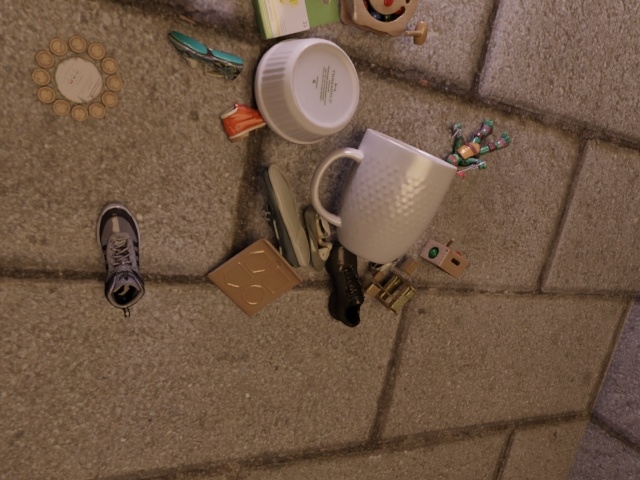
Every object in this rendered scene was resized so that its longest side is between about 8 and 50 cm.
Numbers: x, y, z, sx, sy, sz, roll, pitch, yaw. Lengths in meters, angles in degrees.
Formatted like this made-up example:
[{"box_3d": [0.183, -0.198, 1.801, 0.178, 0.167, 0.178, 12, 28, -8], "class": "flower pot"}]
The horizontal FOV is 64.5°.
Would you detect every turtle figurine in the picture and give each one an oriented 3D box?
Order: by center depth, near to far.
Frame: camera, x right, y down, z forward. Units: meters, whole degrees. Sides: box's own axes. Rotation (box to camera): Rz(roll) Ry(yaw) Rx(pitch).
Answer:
[{"box_3d": [0.484, -0.296, 1.636, 0.234, 0.118, 0.175, -30, 78, -17], "class": "turtle figurine"}]

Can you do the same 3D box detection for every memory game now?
[{"box_3d": [-0.539, -0.360, 1.134, 0.186, 0.012, 0.186, -9, 111, -25], "class": "memory game"}]

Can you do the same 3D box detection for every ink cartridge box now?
[{"box_3d": [-0.056, -0.616, 1.271, 0.235, 0.056, 0.171, -21, 116, -18], "class": "ink cartridge box"}]

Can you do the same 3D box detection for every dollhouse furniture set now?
[{"box_3d": [0.246, 0.129, 1.631, 0.182, 0.101, 0.161, -49, 139, 4], "class": "dollhouse furniture set"}]

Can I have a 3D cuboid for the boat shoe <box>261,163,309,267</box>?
[{"box_3d": [-0.116, -0.057, 1.404, 0.099, 0.116, 0.319, -8, 122, 17], "class": "boat shoe"}]

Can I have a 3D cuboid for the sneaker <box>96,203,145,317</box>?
[{"box_3d": [-0.478, 0.052, 1.230, 0.101, 0.153, 0.268, -7, 111, -26], "class": "sneaker"}]

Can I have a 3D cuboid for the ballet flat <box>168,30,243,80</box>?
[{"box_3d": [-0.279, -0.434, 1.218, 0.189, 0.070, 0.070, 16, 100, -27], "class": "ballet flat"}]

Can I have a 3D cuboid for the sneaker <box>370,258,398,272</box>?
[{"box_3d": [0.207, 0.077, 1.671, 0.109, 0.040, 0.043, -20, 145, -26], "class": "sneaker"}]

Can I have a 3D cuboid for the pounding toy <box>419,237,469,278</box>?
[{"box_3d": [0.421, 0.046, 1.711, 0.141, 0.130, 0.100, 31, 91, -32], "class": "pounding toy"}]

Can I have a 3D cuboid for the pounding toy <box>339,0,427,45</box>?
[{"box_3d": [0.192, -0.623, 1.336, 0.270, 0.155, 0.154, 3, 109, -31], "class": "pounding toy"}]

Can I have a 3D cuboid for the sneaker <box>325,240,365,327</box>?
[{"box_3d": [0.089, 0.137, 1.572, 0.109, 0.130, 0.286, -15, 113, -20], "class": "sneaker"}]

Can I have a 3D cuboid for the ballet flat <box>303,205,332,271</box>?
[{"box_3d": [0.000, 0.000, 1.503, 0.072, 0.068, 0.213, -42, 128, -52], "class": "ballet flat"}]

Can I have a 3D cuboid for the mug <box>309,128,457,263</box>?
[{"box_3d": [0.148, -0.126, 1.434, 0.374, 0.276, 0.327, 18, 107, -22], "class": "mug"}]

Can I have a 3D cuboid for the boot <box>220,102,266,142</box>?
[{"box_3d": [-0.180, -0.326, 1.309, 0.158, 0.059, 0.084, -32, 115, -13], "class": "boot"}]

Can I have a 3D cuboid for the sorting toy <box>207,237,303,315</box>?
[{"box_3d": [-0.184, 0.103, 1.444, 0.208, 0.038, 0.193, -32, 122, 11], "class": "sorting toy"}]

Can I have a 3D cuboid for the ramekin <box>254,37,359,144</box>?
[{"box_3d": [-0.022, -0.383, 1.291, 0.273, 0.127, 0.272, -4, 98, -35], "class": "ramekin"}]
